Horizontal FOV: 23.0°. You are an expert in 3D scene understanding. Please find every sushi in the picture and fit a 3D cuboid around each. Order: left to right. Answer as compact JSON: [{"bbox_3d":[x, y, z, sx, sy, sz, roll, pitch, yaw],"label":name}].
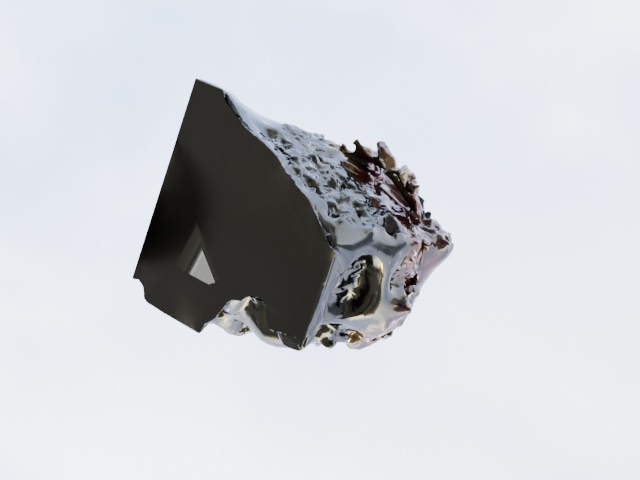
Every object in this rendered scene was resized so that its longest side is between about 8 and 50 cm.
[{"bbox_3d":[0.000,0.000,1.052,0.172,0.150,0.153,26,-79,44],"label":"sushi"}]
